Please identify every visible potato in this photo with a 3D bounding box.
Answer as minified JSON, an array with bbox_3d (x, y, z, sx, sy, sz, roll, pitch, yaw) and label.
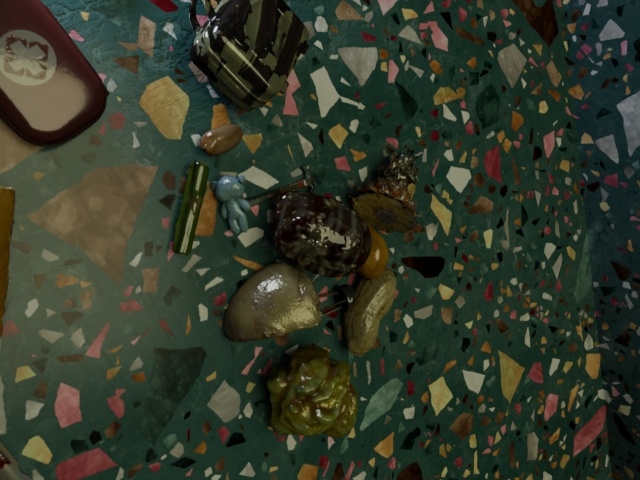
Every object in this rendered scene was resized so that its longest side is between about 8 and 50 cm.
[{"bbox_3d":[-0.159,0.186,1.715,0.264,0.211,0.190,-16,101,-28],"label":"potato"}]

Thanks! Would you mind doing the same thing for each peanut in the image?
[{"bbox_3d":[0.169,0.244,1.972,0.153,0.140,0.325,30,76,-48],"label":"peanut"},{"bbox_3d":[-0.294,-0.301,1.689,0.152,0.076,0.076,-32,108,-35],"label":"peanut"}]

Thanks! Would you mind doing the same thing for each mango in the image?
[{"bbox_3d":[0.152,0.019,1.934,0.109,0.147,0.228,1,61,-48],"label":"mango"}]

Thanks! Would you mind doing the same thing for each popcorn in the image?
[{"bbox_3d":[-0.003,0.492,1.781,0.321,0.290,0.326,-35,90,-25],"label":"popcorn"}]

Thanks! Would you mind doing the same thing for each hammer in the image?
[{"bbox_3d":[-0.137,-0.155,1.821,0.287,0.033,0.111,-22,102,-31],"label":"hammer"}]

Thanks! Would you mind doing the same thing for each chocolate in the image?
[{"bbox_3d":[0.000,0.000,1.744,0.340,0.210,0.225,25,113,-14],"label":"chocolate"}]

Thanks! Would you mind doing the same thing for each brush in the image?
[{"bbox_3d":[-0.776,0.585,1.410,0.060,0.050,0.321,-39,112,-30],"label":"brush"}]

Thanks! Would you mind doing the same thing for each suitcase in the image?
[{"bbox_3d":[-0.225,-0.592,1.642,0.339,0.193,0.352,41,52,-28],"label":"suitcase"}]

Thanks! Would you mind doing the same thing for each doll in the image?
[{"bbox_3d":[-0.258,-0.113,1.714,0.075,0.120,0.180,-68,144,-62],"label":"doll"}]

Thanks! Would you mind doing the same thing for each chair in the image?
[{"bbox_3d":[0.011,0.225,1.899,0.221,0.104,0.095,-19,127,-27],"label":"chair"}]

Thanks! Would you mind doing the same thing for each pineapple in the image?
[{"bbox_3d":[0.253,-0.205,1.984,0.262,0.262,0.272,37,60,-28],"label":"pineapple"}]

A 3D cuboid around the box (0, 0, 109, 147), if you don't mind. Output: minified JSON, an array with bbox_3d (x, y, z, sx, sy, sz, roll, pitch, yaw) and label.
[{"bbox_3d":[-0.721,-0.431,1.383,0.263,0.108,0.404,-45,113,-24],"label":"box"}]

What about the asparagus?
[{"bbox_3d":[-0.377,-0.093,1.646,0.060,0.067,0.278,18,84,-60],"label":"asparagus"}]

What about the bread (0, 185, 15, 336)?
[{"bbox_3d":[-0.833,0.043,1.287,0.236,0.165,0.376,4,87,-36],"label":"bread"}]
